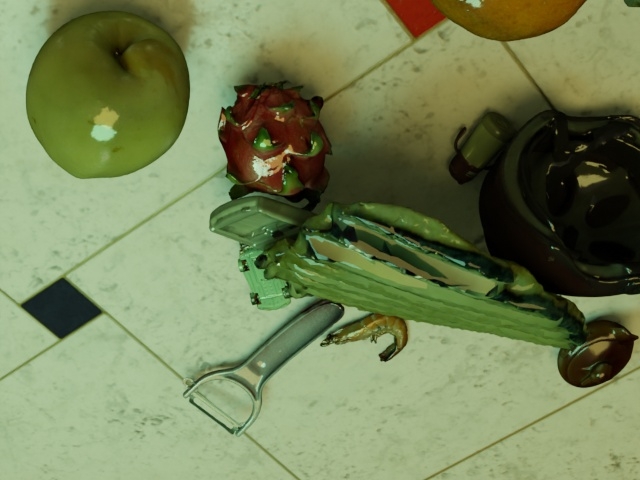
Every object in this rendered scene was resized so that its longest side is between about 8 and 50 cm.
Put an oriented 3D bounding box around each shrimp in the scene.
[{"bbox_3d":[0.063,0.144,1.756,0.127,0.025,0.091,-13,128,2],"label":"shrimp"}]

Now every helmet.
[{"bbox_3d":[0.331,-0.025,1.536,0.305,0.225,0.177,14,151,-17],"label":"helmet"}]

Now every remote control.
[{"bbox_3d":[0.000,0.000,1.568,0.285,0.038,0.123,19,157,-31],"label":"remote control"}]

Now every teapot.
[{"bbox_3d":[0.399,0.166,1.761,0.098,0.078,0.129,30,120,-24],"label":"teapot"}]

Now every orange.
[{"bbox_3d":[0.200,-0.327,1.320,0.224,0.170,0.224,-9,116,-19],"label":"orange"}]

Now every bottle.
[{"bbox_3d":[0.199,-0.115,1.559,0.063,0.047,0.101,45,124,9],"label":"bottle"}]

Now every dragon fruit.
[{"bbox_3d":[-0.053,-0.101,1.505,0.137,0.135,0.236,2,150,6],"label":"dragon fruit"}]

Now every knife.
[{"bbox_3d":[-0.072,0.158,1.741,0.123,0.053,0.278,38,115,-21],"label":"knife"}]

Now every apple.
[{"bbox_3d":[-0.244,-0.165,1.406,0.200,0.200,0.200,-2,127,-2],"label":"apple"}]

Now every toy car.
[{"bbox_3d":[-0.073,0.048,1.668,0.059,0.035,0.122,-12,135,5],"label":"toy car"}]

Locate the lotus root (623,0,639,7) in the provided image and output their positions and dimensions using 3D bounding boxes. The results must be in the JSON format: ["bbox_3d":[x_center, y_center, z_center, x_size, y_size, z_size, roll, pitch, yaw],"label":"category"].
[{"bbox_3d":[0.469,-0.364,1.278,0.346,0.250,0.250,-11,127,-3],"label":"lotus root"}]

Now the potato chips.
[{"bbox_3d":[0.136,0.057,1.520,0.429,0.070,0.358,16,164,-9],"label":"potato chips"}]
